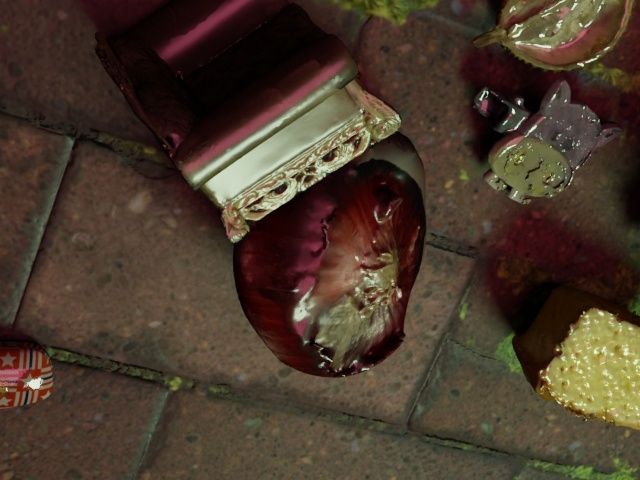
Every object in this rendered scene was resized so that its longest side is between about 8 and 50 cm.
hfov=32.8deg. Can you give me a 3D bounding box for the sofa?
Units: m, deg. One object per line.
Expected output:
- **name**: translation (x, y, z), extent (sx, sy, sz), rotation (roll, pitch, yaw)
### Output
- **sofa**: translation (-0.077, -0.160, 1.009), extent (0.200, 0.258, 0.182), rotation (-33, 131, -1)

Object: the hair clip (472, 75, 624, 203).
- **hair clip**: translation (0.244, -0.113, 1.225), extent (0.187, 0.056, 0.146), rotation (30, 113, -35)

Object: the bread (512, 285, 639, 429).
- **bread**: translation (0.335, 0.133, 1.317), extent (0.229, 0.139, 0.143), rotation (23, 105, -30)

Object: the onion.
- **onion**: translation (0.000, 0.000, 1.147), extent (0.272, 0.195, 0.272), rotation (-23, 119, -52)

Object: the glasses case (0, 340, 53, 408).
- **glasses case**: translation (-0.384, 0.149, 1.156), extent (0.194, 0.049, 0.073), rotation (-6, 113, -15)

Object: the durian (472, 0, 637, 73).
- **durian**: translation (0.246, -0.257, 1.159), extent (0.188, 0.091, 0.148), rotation (-29, 110, 13)
